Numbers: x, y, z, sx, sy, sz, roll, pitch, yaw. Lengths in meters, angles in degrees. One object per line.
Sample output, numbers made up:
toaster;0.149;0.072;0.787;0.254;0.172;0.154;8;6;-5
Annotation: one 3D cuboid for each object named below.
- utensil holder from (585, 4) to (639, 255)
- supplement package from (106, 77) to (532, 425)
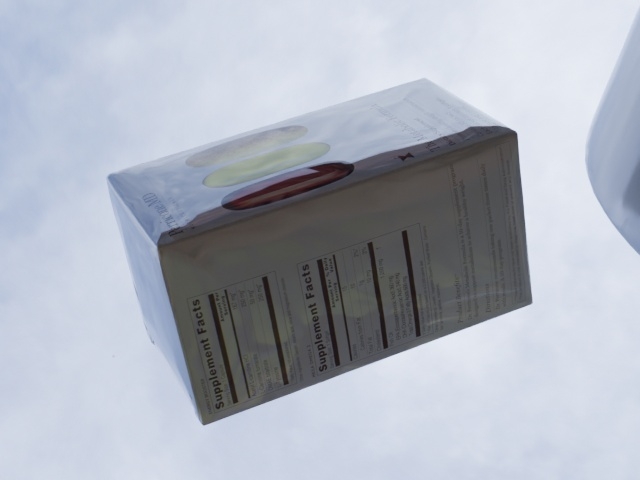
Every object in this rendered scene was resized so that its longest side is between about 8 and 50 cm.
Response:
utensil holder;0.382;-0.161;0.843;0.328;0.385;0.327;10;-138;-9
supplement package;0.000;0.000;0.856;0.244;0.139;0.133;-19;-62;-16
